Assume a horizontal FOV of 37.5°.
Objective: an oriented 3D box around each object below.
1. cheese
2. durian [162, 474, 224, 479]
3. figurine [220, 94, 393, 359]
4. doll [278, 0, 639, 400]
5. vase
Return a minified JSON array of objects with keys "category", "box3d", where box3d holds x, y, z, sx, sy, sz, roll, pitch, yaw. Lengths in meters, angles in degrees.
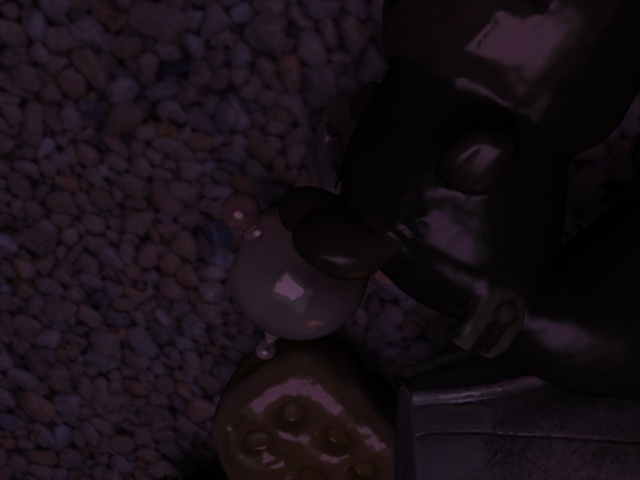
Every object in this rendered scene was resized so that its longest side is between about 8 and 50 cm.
[{"category":"cheese","box3d":[-0.003,0.208,0.998,0.218,0.117,0.235,11,122,4]},{"category":"durian","box3d":[-0.088,0.351,1.080,0.144,0.139,0.252,-29,107,19]},{"category":"figurine","box3d":[0.007,0.007,0.892,0.144,0.182,0.256,56,132,31]},{"category":"doll","box3d":[0.181,-0.096,0.730,0.378,0.252,0.382,30,91,-35]},{"category":"vase","box3d":[0.288,0.209,0.841,0.445,0.250,0.250,-1,117,-2]}]
